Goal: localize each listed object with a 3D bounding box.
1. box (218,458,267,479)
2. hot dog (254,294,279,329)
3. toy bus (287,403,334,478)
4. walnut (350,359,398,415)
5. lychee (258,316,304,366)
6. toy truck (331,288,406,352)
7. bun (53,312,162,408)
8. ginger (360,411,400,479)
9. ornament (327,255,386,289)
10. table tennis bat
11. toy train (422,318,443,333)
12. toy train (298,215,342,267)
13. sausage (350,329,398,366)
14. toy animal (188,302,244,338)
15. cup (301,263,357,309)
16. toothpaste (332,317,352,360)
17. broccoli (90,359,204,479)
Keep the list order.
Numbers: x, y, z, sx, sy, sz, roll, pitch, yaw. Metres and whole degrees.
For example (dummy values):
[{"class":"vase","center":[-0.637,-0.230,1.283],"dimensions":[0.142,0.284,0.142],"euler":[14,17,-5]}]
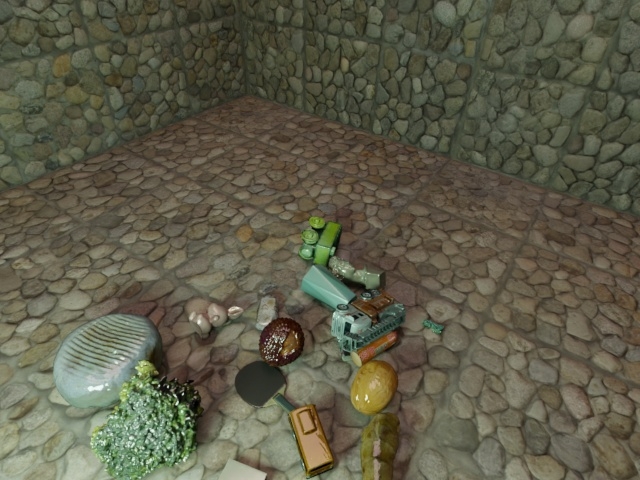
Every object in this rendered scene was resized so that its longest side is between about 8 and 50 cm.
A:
[{"class":"box","center":[-0.245,0.748,1.221],"dimensions":[0.129,0.051,0.130],"euler":[14,41,14]},{"class":"hot dog","center":[-0.229,0.308,1.760],"dimensions":[0.098,0.053,0.192],"euler":[2,36,-3]},{"class":"toy bus","center":[-0.035,0.635,1.312],"dimensions":[0.098,0.114,0.201],"euler":[-13,49,-16]},{"class":"walnut","center":[0.189,0.518,1.443],"dimensions":[0.159,0.159,0.207],"euler":[24,48,24]},{"class":"lychee","center":[-0.152,0.383,1.582],"dimensions":[0.187,0.188,0.188],"euler":[2,39,-1]},{"class":"toy truck","center":[0.187,0.321,1.638],"dimensions":[0.338,0.133,0.184],"euler":[-18,31,-41]},{"class":"bun","center":[-0.744,0.428,1.458],"dimensions":[0.360,0.212,0.362],"euler":[-1,40,1]},{"class":"ginger","center":[0.184,0.673,1.298],"dimensions":[0.109,0.116,0.263],"euler":[-24,30,36]},{"class":"ornament","center":[0.166,0.163,1.898],"dimensions":[0.284,0.130,0.120],"euler":[16,17,16]},{"class":"table tennis bat","center":[-0.183,0.550,1.489],"dimensions":[0.301,0.023,0.173],"euler":[28,45,29]},{"class":"toy train","center":[0.481,0.364,1.749],"dimensions":[0.092,0.029,0.045],"euler":[30,39,31]},{"class":"toy train","center":[0.000,0.000,2.069],"dimensions":[0.188,0.159,0.272],"euler":[18,41,8]},{"class":"sausage","center":[0.227,0.417,1.633],"dimensions":[0.234,0.071,0.071],"euler":[-24,46,-30]},{"class":"toy animal","center":[-0.432,0.309,1.702],"dimensions":[0.212,0.125,0.124],"euler":[-25,46,-38]},{"class":"cup","center":[0.043,0.221,1.815],"dimensions":[0.235,0.134,0.148],"euler":[33,20,26]},{"class":"toothpaste","center":[0.091,0.398,1.681],"dimensions":[0.061,0.037,0.216],"euler":[-5,45,-15]},{"class":"broccoli","center":[-0.532,0.576,1.297],"dimensions":[0.293,0.348,0.281],"euler":[35,-2,-19]}]
